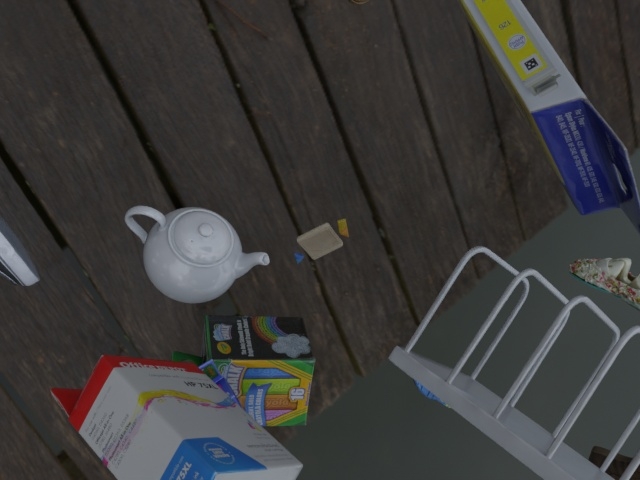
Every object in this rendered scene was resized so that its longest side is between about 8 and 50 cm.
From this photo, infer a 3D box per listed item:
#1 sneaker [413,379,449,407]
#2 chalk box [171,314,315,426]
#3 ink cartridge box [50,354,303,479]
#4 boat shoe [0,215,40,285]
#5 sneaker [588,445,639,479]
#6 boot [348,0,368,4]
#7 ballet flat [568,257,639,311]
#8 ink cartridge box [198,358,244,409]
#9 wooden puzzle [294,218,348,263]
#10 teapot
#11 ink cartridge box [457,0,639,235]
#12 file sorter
[{"bbox_3d":[0.268,0.345,1.637,0.188,0.078,0.067,41,83,-38],"label":"sneaker"},{"bbox_3d":[-0.175,0.280,1.464,0.288,0.180,0.179,2,114,-12],"label":"chalk box"},{"bbox_3d":[-0.147,0.184,0.670,0.134,0.231,0.078,22,98,-55],"label":"ink cartridge box"},{"bbox_3d":[-0.433,-0.013,0.818,0.076,0.080,0.228,-34,137,-9],"label":"boat shoe"},{"bbox_3d":[0.598,0.457,1.313,0.066,0.188,0.071,29,78,-19],"label":"sneaker"},{"bbox_3d":[0.162,-0.546,1.259,0.089,0.269,0.236,35,93,-25],"label":"boot"},{"bbox_3d":[0.585,0.078,1.274,0.091,0.241,0.077,-11,124,-41],"label":"ballet flat"},{"bbox_3d":[-0.205,0.364,1.195,0.185,0.065,0.311,-29,128,-12],"label":"ink cartridge box"},{"bbox_3d":[0.000,0.000,1.246,0.116,0.014,0.079,-22,140,4],"label":"wooden puzzle"},{"bbox_3d":[-0.297,0.013,1.604,0.256,0.187,0.253,-21,72,-30],"label":"teapot"},{"bbox_3d":[0.285,-0.149,0.831,0.072,0.307,0.303,-28,149,19],"label":"ink cartridge box"},{"bbox_3d":[0.259,0.149,0.741,0.193,0.277,0.173,30,92,-47],"label":"file sorter"}]
